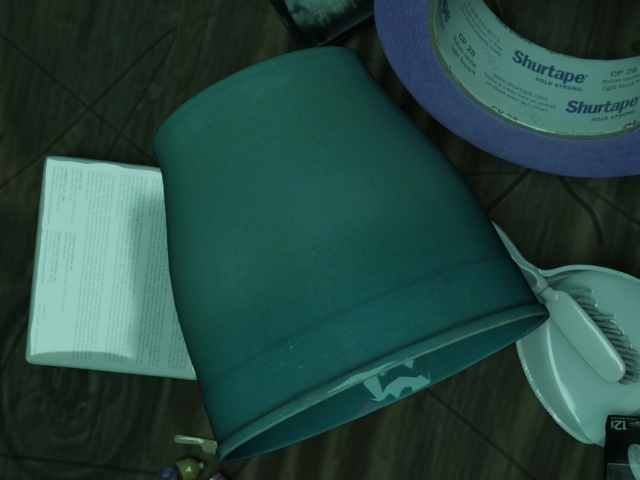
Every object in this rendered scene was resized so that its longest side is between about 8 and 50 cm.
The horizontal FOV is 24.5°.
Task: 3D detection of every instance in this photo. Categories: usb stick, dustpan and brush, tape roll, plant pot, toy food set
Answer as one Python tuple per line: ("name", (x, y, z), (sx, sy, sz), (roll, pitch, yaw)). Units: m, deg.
("usb stick", (0.088, -0.250, 1.206), (0.278, 0.045, 0.077), (-30, 96, 11))
("dustpan and brush", (0.194, 0.052, 1.186), (0.147, 0.060, 0.211), (-46, 75, 26))
("tape roll", (0.182, -0.170, 1.081), (0.275, 0.274, 0.090), (19, 55, 10))
("plant pot", (0.000, 0.000, 1.138), (0.272, 0.272, 0.255), (-26, 79, 12))
("toy food set", (-0.110, 0.234, 1.287), (0.078, 0.019, 0.122), (8, 95, 11))

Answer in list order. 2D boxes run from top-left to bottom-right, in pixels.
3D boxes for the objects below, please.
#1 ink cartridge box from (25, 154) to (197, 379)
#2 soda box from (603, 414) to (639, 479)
("ink cartridge box", (-0.134, 0.027, 1.275), (0.225, 0.056, 0.180), (6, 95, -8))
("soda box", (0.310, 0.179, 1.169), (0.169, 0.053, 0.060), (1, 132, 10))
